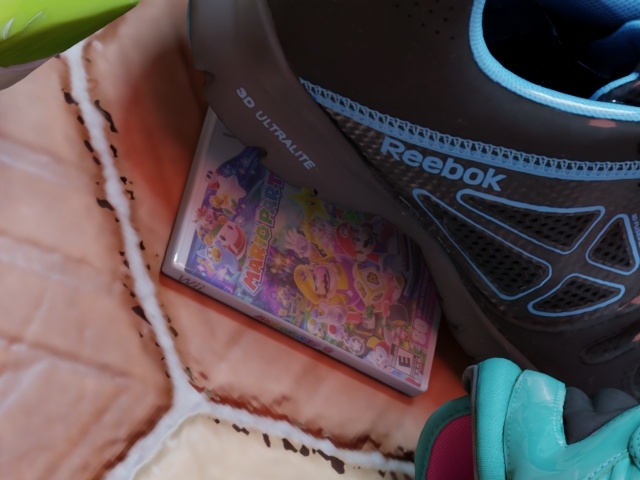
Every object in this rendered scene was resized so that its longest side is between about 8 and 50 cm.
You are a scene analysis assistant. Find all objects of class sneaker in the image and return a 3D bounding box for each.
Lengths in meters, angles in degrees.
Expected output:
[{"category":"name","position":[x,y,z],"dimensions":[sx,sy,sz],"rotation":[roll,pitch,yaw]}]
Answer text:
[{"category":"sneaker","position":[0.126,0.112,0.615],"dimensions":[0.295,0.178,0.124],"rotation":[28,63,-66]},{"category":"sneaker","position":[0.105,-0.017,0.632],"dimensions":[0.341,0.139,0.125],"rotation":[36,53,-32]}]

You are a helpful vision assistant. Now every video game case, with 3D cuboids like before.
[{"category":"video game case","position":[0.000,0.000,0.646],"dimensions":[0.122,0.011,0.087],"rotation":[28,58,-24]}]

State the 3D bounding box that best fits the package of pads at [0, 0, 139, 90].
[{"category":"package of pads","position":[-0.214,-0.126,0.450],"dimensions":[0.296,0.101,0.229],"rotation":[-27,90,-55]}]
